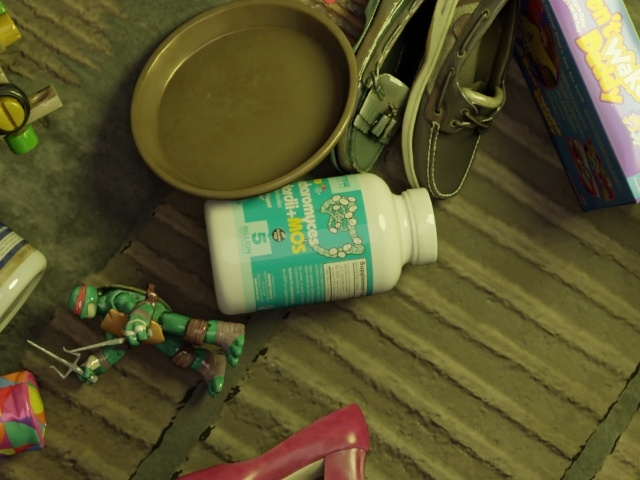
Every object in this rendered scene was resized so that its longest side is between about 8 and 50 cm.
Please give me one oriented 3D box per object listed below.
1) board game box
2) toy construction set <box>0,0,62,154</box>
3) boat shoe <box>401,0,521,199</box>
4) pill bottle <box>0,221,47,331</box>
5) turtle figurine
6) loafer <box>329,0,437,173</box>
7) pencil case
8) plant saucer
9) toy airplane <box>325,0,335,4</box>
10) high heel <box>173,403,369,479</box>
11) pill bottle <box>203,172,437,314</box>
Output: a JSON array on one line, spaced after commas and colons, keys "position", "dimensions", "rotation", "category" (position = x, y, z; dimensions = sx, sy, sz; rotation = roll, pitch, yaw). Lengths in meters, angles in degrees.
[{"position": [0.300, -0.210, 1.651], "dimensions": [0.078, 0.233, 0.347], "rotation": [-24, 91, -4], "category": "board game box"}, {"position": [-0.375, -0.241, 1.639], "dimensions": [0.309, 0.257, 0.237], "rotation": [-45, 119, -26], "category": "toy construction set"}, {"position": [0.171, -0.175, 1.666], "dimensions": [0.102, 0.092, 0.285], "rotation": [-4, 114, -40], "category": "boat shoe"}, {"position": [-0.461, 0.003, 1.629], "dimensions": [0.264, 0.153, 0.153], "rotation": [38, 86, -3], "category": "pill bottle"}, {"position": [-0.214, 0.107, 1.653], "dimensions": [0.234, 0.175, 0.118], "rotation": [17, 67, -12], "category": "turtle figurine"}, {"position": [0.083, -0.205, 1.692], "dimensions": [0.084, 0.096, 0.268], "rotation": [13, 85, 35], "category": "loafer"}, {"position": [-0.439, 0.224, 1.656], "dimensions": [0.236, 0.104, 0.104], "rotation": [-13, 90, -3], "category": "pencil case"}, {"position": [-0.087, -0.163, 1.659], "dimensions": [0.277, 0.041, 0.278], "rotation": [-6, 62, 12], "category": "plant saucer"}, {"position": [-0.009, -0.367, 1.733], "dimensions": [0.151, 0.028, 0.151], "rotation": [0, 90, -5], "category": "toy airplane"}, {"position": [-0.062, 0.259, 1.706], "dimensions": [0.244, 0.082, 0.117], "rotation": [-8, 57, 9], "category": "high heel"}, {"position": [0.000, 0.000, 1.667], "dimensions": [0.264, 0.146, 0.146], "rotation": [-8, 89, -5], "category": "pill bottle"}]
